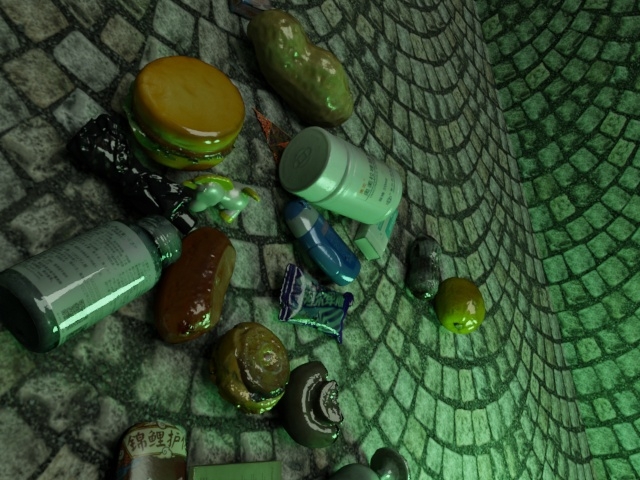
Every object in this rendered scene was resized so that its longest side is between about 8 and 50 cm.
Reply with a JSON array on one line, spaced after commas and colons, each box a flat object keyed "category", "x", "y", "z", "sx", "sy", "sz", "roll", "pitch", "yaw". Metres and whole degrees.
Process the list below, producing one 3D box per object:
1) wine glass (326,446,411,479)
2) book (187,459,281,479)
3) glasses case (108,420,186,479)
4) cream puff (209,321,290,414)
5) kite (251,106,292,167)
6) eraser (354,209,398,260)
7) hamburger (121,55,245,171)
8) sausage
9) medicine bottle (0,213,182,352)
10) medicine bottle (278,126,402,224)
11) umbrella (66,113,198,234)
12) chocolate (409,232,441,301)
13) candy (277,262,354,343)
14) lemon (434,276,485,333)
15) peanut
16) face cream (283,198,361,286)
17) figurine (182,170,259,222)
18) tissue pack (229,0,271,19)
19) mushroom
[{"category": "wine glass", "x": 0.105, "y": 0.582, "z": 1.258, "sx": 0.241, "sy": 0.126, "sz": 0.126, "roll": 1, "pitch": 74, "yaw": -52}, {"category": "book", "x": -0.157, "y": 0.528, "z": 0.996, "sx": 0.283, "sy": 0.025, "sz": 0.214, "roll": 36, "pitch": 49, "yaw": -55}, {"category": "glasses case", "x": -0.291, "y": 0.466, "z": 0.872, "sx": 0.122, "sy": 0.082, "sz": 0.321, "roll": 23, "pitch": 58, "yaw": -42}, {"category": "cream puff", "x": -0.147, "y": 0.265, "z": 1.091, "sx": 0.189, "sy": 0.129, "sz": 0.189, "roll": 30, "pitch": 45, "yaw": -35}, {"category": "kite", "x": -0.107, "y": -0.268, "z": 1.456, "sx": 0.125, "sy": 0.008, "sz": 0.222, "roll": -27, "pitch": 96, "yaw": -54}, {"category": "eraser", "x": 0.177, "y": -0.047, "z": 1.659, "sx": 0.095, "sy": 0.052, "sz": 0.225, "roll": 52, "pitch": 41, "yaw": -25}, {"category": "hamburger", "x": -0.285, "y": -0.251, "z": 1.102, "sx": 0.246, "sy": 0.170, "sz": 0.246, "roll": 14, "pitch": 53, "yaw": -20}, {"category": "sausage", "x": -0.249, "y": 0.082, "z": 1.046, "sx": 0.133, "sy": 0.133, "sz": 0.258, "roll": 39, "pitch": 46, "yaw": -33}, {"category": "medicine bottle", "x": -0.372, "y": 0.054, "z": 0.892, "sx": 0.293, "sy": 0.141, "sz": 0.141, "roll": -37, "pitch": 103, "yaw": -47}, {"category": "medicine bottle", "x": 0.059, "y": -0.171, "z": 1.460, "sx": 0.332, "sy": 0.190, "sz": 0.189, "roll": 18, "pitch": 62, "yaw": -46}, {"category": "umbrella", "x": -0.348, "y": -0.114, "z": 1.019, "sx": 0.272, "sy": 0.122, "sz": 0.110, "roll": 44, "pitch": 23, "yaw": -18}, {"category": "chocolate", "x": 0.345, "y": 0.088, "z": 1.759, "sx": 0.110, "sy": 0.110, "sz": 0.248, "roll": 37, "pitch": 53, "yaw": -35}, {"category": "candy", "x": -0.005, "y": 0.166, "z": 1.349, "sx": 0.275, "sy": 0.070, "sz": 0.145, "roll": 31, "pitch": 60, "yaw": -44}, {"category": "lemon", "x": 0.476, "y": 0.219, "z": 1.815, "sx": 0.170, "sy": 0.170, "sz": 0.207, "roll": 42, "pitch": 41, "yaw": -31}, {"category": "peanut", "x": -0.046, "y": -0.464, "z": 1.461, "sx": 0.387, "sy": 0.192, "sz": 0.169, "roll": 40, "pitch": 55, "yaw": -32}, {"category": "face cream", "x": 0.000, "y": 0.000, "z": 1.398, "sx": 0.264, "sy": 0.083, "sz": 0.149, "roll": 50, "pitch": 23, "yaw": -19}, {"category": "figurine", "x": -0.228, "y": -0.107, "z": 1.146, "sx": 0.178, "sy": 0.130, "sz": 0.109, "roll": 15, "pitch": 67, "yaw": -46}, {"category": "tissue pack", "x": -0.204, "y": -0.697, "z": 1.472, "sx": 0.116, "sy": 0.065, "sz": 0.155, "roll": 1, "pitch": 75, "yaw": -48}, {"category": "mushroom", "x": -0.034, "y": 0.371, "z": 1.179, "sx": 0.117, "sy": 0.141, "sz": 0.188, "roll": -7, "pitch": 77, "yaw": -28}]
